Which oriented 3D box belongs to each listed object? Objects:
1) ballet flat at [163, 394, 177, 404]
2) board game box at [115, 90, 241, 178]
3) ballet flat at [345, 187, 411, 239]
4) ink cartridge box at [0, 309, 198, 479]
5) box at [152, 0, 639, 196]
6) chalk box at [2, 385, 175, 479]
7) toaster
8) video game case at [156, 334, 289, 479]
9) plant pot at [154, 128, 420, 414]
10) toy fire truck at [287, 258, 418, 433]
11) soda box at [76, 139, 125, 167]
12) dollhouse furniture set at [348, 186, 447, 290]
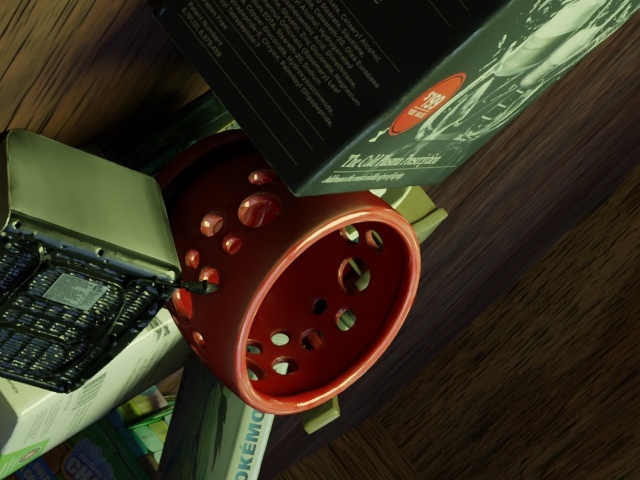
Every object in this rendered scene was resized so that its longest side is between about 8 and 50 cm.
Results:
[{"bbox_3d":[-0.280,0.298,2.508,0.348,0.123,0.123,-27,165,-46],"label":"ballet flat"},{"bbox_3d":[-0.106,-0.088,1.630,0.186,0.026,0.126,-34,168,-15],"label":"board game box"},{"bbox_3d":[-0.005,-0.034,1.731,0.409,0.147,0.147,-39,171,-27],"label":"ballet flat"},{"bbox_3d":[-0.222,0.093,1.775,0.273,0.115,0.198,-32,168,-30],"label":"ink cartridge box"},{"bbox_3d":[0.099,-0.200,1.416,0.312,0.179,0.343,-42,169,18],"label":"box"},{"bbox_3d":[-0.259,0.254,2.171,0.289,0.179,0.180,-42,168,17],"label":"chalk box"},{"bbox_3d":[-0.205,0.022,1.408,0.185,0.110,0.168,20,131,-35],"label":"toaster"},{"bbox_3d":[-0.100,0.165,1.877,0.329,0.036,0.300,-125,-132,-71],"label":"video game case"},{"bbox_3d":[-0.042,0.014,1.495,0.191,0.174,0.191,-26,137,-27],"label":"plant pot"},{"bbox_3d":[0.017,0.102,2.196,0.217,0.246,0.158,-41,148,22],"label":"toy fire truck"},{"bbox_3d":[-0.222,-0.001,1.536,0.063,0.058,0.183,-24,164,-50],"label":"soda box"},{"bbox_3d":[0.012,-0.011,2.053,0.183,0.129,0.129,-30,167,-40],"label":"dollhouse furniture set"}]
